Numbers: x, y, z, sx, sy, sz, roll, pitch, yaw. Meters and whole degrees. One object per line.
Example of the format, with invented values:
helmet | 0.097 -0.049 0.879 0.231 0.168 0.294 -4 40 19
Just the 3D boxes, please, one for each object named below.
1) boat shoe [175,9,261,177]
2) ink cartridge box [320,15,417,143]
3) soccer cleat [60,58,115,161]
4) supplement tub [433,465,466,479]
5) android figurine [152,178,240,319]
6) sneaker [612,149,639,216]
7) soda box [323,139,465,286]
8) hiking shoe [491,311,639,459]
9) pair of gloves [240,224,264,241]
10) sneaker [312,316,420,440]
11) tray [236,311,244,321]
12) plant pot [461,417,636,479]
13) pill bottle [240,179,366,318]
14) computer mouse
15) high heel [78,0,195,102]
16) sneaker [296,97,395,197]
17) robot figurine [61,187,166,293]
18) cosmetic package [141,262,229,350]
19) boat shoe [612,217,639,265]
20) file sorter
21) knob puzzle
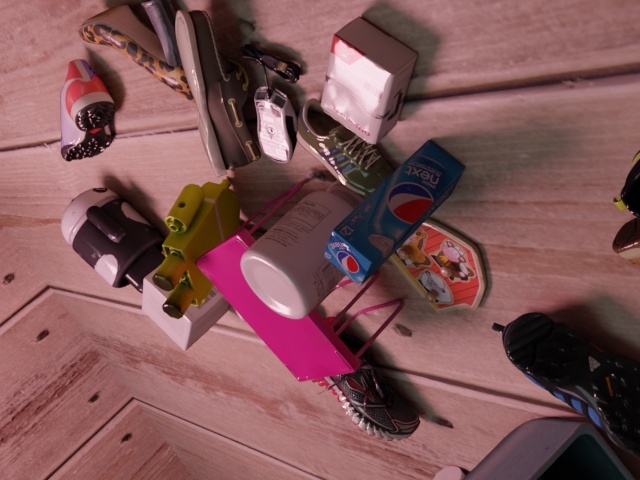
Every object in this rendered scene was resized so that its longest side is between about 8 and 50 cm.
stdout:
boat shoe | -0.160 -0.236 1.285 0.305 0.091 0.109 82 166 -46
ink cartridge box | 0.061 -0.208 1.064 0.099 0.056 0.135 38 150 15
soccer cleat | -0.502 -0.264 1.709 0.116 0.109 0.318 67 155 8
supplement tub | 0.287 0.530 1.678 0.071 0.071 0.107 -4 125 54
android figurine | -0.221 0.004 1.491 0.056 0.273 0.248 14 143 16
sneaker | 0.384 -0.069 0.772 0.084 0.097 0.235 49 151 -6
soda box | 0.099 -0.038 1.068 0.067 0.210 0.071 39 151 12
hiking shoe | 0.387 0.196 1.129 0.304 0.113 0.132 38 -179 2
pair of gloves | -0.104 0.074 1.650 0.204 0.042 0.240 27 142 39
sneaker | 0.081 0.278 1.596 0.299 0.121 0.112 41 121 -6
tray | -0.197 0.063 1.678 0.270 0.030 0.145 60 162 4
plant pot | 0.357 0.443 1.319 0.247 0.248 0.252 50 169 -7
pill bottle | 0.000 0.000 1.225 0.131 0.229 0.131 32 148 23
computer mouse | -0.069 -0.208 1.254 0.106 0.042 0.193 23 138 28
high heel | -0.310 -0.308 1.384 0.261 0.093 0.186 3 126 42
sneaker | 0.038 -0.136 1.173 0.192 0.064 0.086 38 155 20
robot figurine | -0.483 -0.002 1.923 0.278 0.173 0.209 42 127 8
cosmetic package | -0.306 0.128 1.867 0.151 0.151 0.183 41 149 9
boat shoe | 0.406 -0.005 0.872 0.072 0.068 0.190 37 162 -9
file sorter | -0.030 0.070 1.402 0.290 0.182 0.202 50 150 -8
knob puzzle | 0.177 0.039 1.250 0.213 0.030 0.213 33 148 24
